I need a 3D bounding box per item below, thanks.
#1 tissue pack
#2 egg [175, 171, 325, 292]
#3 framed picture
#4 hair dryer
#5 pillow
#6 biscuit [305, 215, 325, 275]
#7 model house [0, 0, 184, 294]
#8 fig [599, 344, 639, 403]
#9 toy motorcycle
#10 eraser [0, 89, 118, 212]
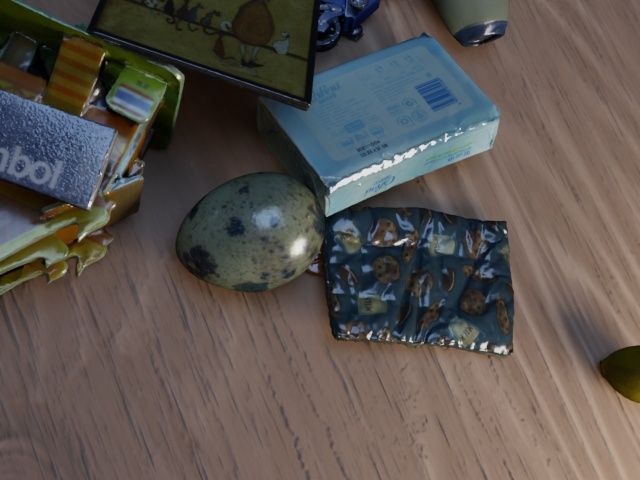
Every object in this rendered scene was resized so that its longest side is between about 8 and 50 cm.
[{"bbox_3d":[0.072,-0.150,1.560,0.263,0.089,0.177,-25,58,-20],"label":"tissue pack"},{"bbox_3d":[-0.084,-0.007,1.454,0.181,0.141,0.141,-17,72,1],"label":"egg"},{"bbox_3d":[-0.123,-0.282,1.453,0.255,0.014,0.339,18,35,-10],"label":"framed picture"},{"bbox_3d":[0.237,-0.451,1.708,0.298,0.119,0.296,-35,97,-27],"label":"hair dryer"},{"bbox_3d":[0.125,0.046,1.528,0.255,0.034,0.189,6,67,-16],"label":"pillow"},{"bbox_3d":[0.000,0.000,1.537,0.078,0.015,0.091,30,65,-1],"label":"biscuit"},{"bbox_3d":[-0.377,-0.105,1.374,0.357,0.242,0.313,26,68,-5],"label":"model house"},{"bbox_3d":[0.395,0.166,1.535,0.088,0.074,0.074,10,64,17],"label":"fig"},{"bbox_3d":[0.026,-0.338,1.650,0.114,0.076,0.205,41,67,14],"label":"toy motorcycle"},{"bbox_3d":[-0.325,-0.108,1.278,0.212,0.046,0.092,20,85,-3],"label":"eraser"}]
